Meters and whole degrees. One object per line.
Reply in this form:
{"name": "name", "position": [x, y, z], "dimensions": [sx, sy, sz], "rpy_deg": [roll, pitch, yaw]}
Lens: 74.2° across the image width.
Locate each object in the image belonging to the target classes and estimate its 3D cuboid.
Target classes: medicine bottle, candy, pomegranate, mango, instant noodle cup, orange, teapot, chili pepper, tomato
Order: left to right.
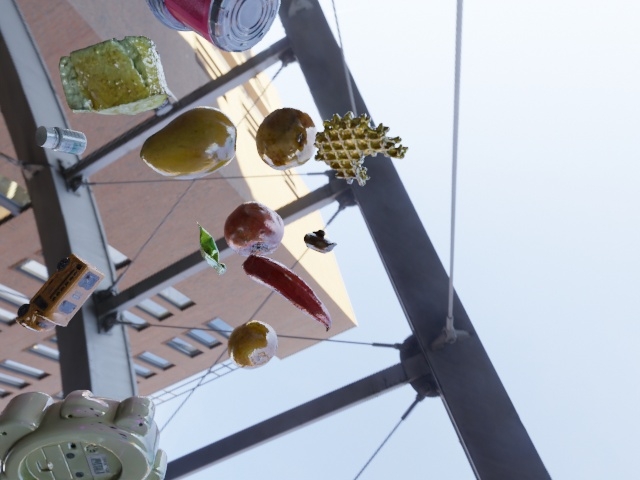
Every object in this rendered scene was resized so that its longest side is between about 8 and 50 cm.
{"name": "medicine bottle", "position": [-0.858, -0.333, 1.402], "dimensions": [0.080, 0.130, 0.080], "rpy_deg": [1, -88, 27]}
{"name": "mango", "position": [-0.418, -0.306, 1.376], "dimensions": [0.317, 0.211, 0.173], "rpy_deg": [-23, -142, -1]}
{"name": "candy", "position": [-0.496, 0.039, 1.880], "dimensions": [0.069, 0.149, 0.246], "rpy_deg": [-22, -96, -22]}
{"name": "instant noodle cup", "position": [-0.200, -0.507, 0.863], "dimensions": [0.181, 0.258, 0.302], "rpy_deg": [43, -123, 12]}
{"name": "orange", "position": [-0.213, 0.319, 1.312], "dimensions": [0.159, 0.159, 0.136], "rpy_deg": [-42, -138, -4]}
{"name": "tomato", "position": [-0.254, -0.043, 1.604], "dimensions": [0.232, 0.232, 0.188], "rpy_deg": [-19, -118, 15]}
{"name": "chili pepper", "position": [-0.121, 0.134, 1.258], "dimensions": [0.368, 0.137, 0.092], "rpy_deg": [34, -129, 27]}
{"name": "pomegranate", "position": [-0.129, -0.382, 1.590], "dimensions": [0.248, 0.248, 0.248], "rpy_deg": [-14, -127, 19]}
{"name": "teapot", "position": [0.000, 0.000, 1.517], "dimensions": [0.129, 0.098, 0.078], "rpy_deg": [24, -83, 34]}

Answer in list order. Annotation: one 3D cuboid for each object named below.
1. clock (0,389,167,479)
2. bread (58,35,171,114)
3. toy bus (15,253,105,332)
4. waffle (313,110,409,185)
{"name": "clock", "position": [-0.508, 0.453, 0.922], "dimensions": [0.309, 0.284, 0.114], "rpy_deg": [-4, -156, -8]}
{"name": "bread", "position": [-0.409, -0.321, 0.857], "dimensions": [0.186, 0.124, 0.257], "rpy_deg": [-15, -165, -17]}
{"name": "toy bus", "position": [-0.612, 0.134, 1.003], "dimensions": [0.088, 0.083, 0.194], "rpy_deg": [23, -109, 31]}
{"name": "waffle", "position": [0.103, -0.285, 1.340], "dimensions": [0.293, 0.260, 0.069], "rpy_deg": [-36, -150, 55]}
